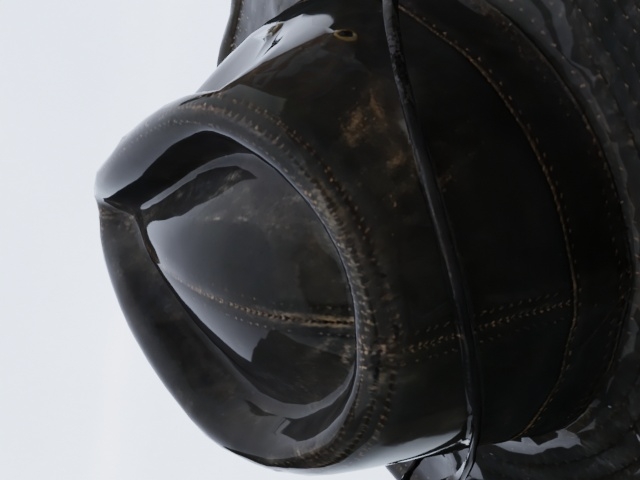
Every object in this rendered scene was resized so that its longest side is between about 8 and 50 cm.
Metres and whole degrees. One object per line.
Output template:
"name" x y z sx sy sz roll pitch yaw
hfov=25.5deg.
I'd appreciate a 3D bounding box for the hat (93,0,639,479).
"hat" 0.000 0.000 0.512 0.134 0.331 0.331 -19 -74 -25
